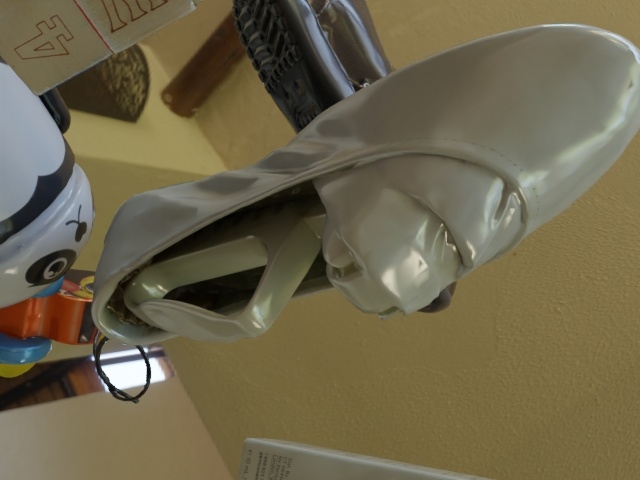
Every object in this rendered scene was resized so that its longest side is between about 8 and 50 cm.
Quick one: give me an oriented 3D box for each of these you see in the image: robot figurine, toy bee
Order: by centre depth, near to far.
[{"bbox_3d":[-0.288,-0.071,0.496,0.209,0.278,0.173,-34,-141,-15],"label":"robot figurine"},{"bbox_3d":[-0.283,0.073,0.708,0.298,0.162,0.195,40,-72,7],"label":"toy bee"}]

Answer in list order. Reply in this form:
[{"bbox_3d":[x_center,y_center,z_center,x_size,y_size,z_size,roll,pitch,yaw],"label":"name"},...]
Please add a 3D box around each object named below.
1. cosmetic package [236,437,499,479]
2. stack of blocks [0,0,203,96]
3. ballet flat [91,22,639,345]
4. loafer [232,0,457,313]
[{"bbox_3d":[0.066,0.303,0.716,0.296,0.153,0.129,3,-108,23],"label":"cosmetic package"},{"bbox_3d":[-0.025,-0.204,0.313,0.297,0.087,0.171,-25,-143,10],"label":"stack of blocks"},{"bbox_3d":[0.000,0.000,0.421,0.400,0.139,0.139,-16,-100,33],"label":"ballet flat"},{"bbox_3d":[0.055,-0.103,0.628,0.134,0.130,0.365,-3,-66,64],"label":"loafer"}]
